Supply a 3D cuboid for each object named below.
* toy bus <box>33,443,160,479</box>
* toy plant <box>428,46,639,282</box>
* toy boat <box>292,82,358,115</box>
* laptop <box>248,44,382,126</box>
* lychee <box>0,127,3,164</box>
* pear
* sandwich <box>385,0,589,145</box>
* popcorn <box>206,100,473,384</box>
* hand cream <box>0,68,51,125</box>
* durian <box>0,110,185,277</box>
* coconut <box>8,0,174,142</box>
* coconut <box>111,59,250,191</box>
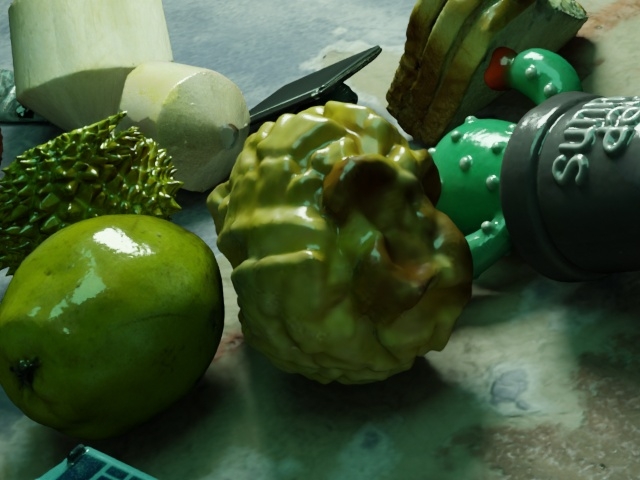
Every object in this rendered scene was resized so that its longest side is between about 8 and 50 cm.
[{"bbox_3d":[-0.148,0.278,1.528,0.256,0.128,0.147,19,46,38],"label":"toy bus"},{"bbox_3d":[0.234,-0.064,1.790,0.185,0.279,0.400,10,-5,-35],"label":"toy plant"},{"bbox_3d":[0.005,-0.146,2.124,0.055,0.060,0.141,2,31,28],"label":"toy boat"},{"bbox_3d":[-0.021,-0.176,2.142,0.180,0.016,0.129,-17,17,46],"label":"laptop"},{"bbox_3d":[-0.468,-0.108,2.167,0.194,0.194,0.194,-12,34,8],"label":"lychee"},{"bbox_3d":[-0.201,0.077,1.762,0.212,0.212,0.269,8,29,32],"label":"pear"},{"bbox_3d":[0.210,-0.250,2.026,0.288,0.254,0.099,-37,71,-29],"label":"sandwich"},{"bbox_3d":[0.000,0.000,1.746,0.225,0.265,0.332,-9,10,-25],"label":"popcorn"},{"bbox_3d":[-0.432,-0.189,2.392,0.248,0.052,0.075,9,67,23],"label":"hand cream"},{"bbox_3d":[-0.252,-0.034,1.941,0.200,0.176,0.237,-49,9,-36],"label":"durian"},{"bbox_3d":[-0.283,-0.228,2.247,0.202,0.222,0.202,-8,-6,-1],"label":"coconut"},{"bbox_3d":[-0.155,-0.132,2.095,0.147,0.147,0.153,-38,38,-28],"label":"coconut"}]
